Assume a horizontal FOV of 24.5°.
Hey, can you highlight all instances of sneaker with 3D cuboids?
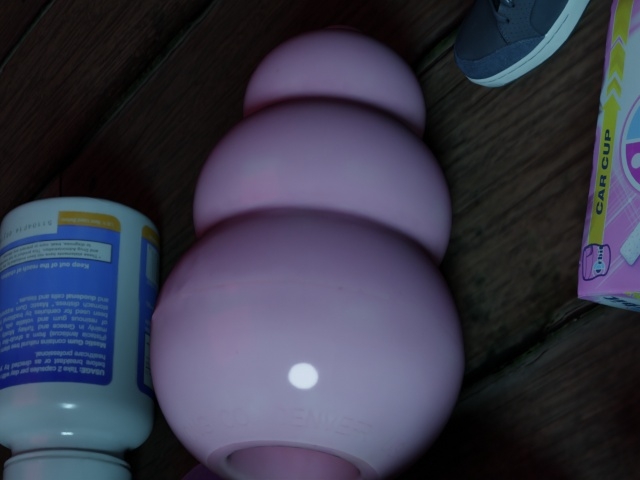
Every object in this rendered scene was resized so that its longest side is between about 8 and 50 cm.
[{"bbox_3d":[0.111,-0.198,0.923,0.226,0.163,0.086,-51,41,37],"label":"sneaker"}]

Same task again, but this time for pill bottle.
[{"bbox_3d":[-0.225,0.110,1.339,0.152,0.152,0.272,-30,53,50],"label":"pill bottle"}]

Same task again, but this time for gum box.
[{"bbox_3d":[0.207,-0.057,0.802,0.107,0.062,0.188,-6,72,57],"label":"gum box"}]

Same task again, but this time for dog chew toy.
[{"bbox_3d":[0.000,0.000,0.997,0.207,0.207,0.331,-31,44,49],"label":"dog chew toy"}]

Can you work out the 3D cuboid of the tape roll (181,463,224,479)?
[{"bbox_3d":[-0.053,0.256,1.075,0.189,0.080,0.189,-29,54,49],"label":"tape roll"}]
